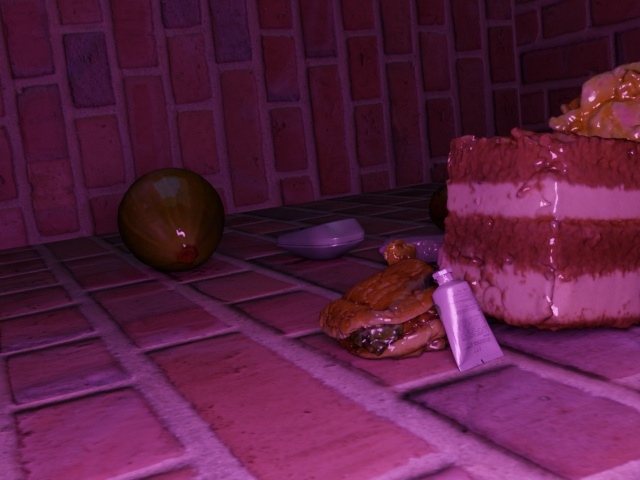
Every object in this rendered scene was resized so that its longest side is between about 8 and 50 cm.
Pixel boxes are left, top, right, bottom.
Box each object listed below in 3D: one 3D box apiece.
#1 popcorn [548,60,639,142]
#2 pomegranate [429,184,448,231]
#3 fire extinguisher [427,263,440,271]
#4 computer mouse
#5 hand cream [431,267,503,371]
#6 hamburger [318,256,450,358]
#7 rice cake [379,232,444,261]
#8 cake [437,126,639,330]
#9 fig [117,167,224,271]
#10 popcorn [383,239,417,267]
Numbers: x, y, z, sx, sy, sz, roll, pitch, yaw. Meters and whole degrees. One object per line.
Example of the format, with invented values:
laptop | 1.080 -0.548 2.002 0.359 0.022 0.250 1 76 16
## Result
popcorn | 0.539 -0.199 1.244 0.259 0.212 0.259 27 31 -17
pomegranate | 0.404 -0.091 2.104 0.159 0.159 0.205 -3 -16 20
fire extinguisher | 0.230 0.080 1.311 0.048 0.035 0.173 -2 25 -33
computer mouse | 0.002 0.006 1.907 0.159 0.097 0.288 -14 0 -34
hand cream | 0.196 0.106 1.000 0.084 0.142 0.053 -12 -16 -32
hamburger | 0.107 0.102 1.094 0.206 0.130 0.183 -12 8 -21
rice cake | 0.325 0.019 1.683 0.398 0.064 0.070 -1 21 32
cake | 0.360 -0.019 1.104 0.281 0.291 0.255 -1 5 -26
fig | -0.399 -0.040 1.953 0.315 0.316 0.316 -6 9 1
popcorn | 0.177 0.044 1.636 0.084 0.084 0.084 -6 9 1
